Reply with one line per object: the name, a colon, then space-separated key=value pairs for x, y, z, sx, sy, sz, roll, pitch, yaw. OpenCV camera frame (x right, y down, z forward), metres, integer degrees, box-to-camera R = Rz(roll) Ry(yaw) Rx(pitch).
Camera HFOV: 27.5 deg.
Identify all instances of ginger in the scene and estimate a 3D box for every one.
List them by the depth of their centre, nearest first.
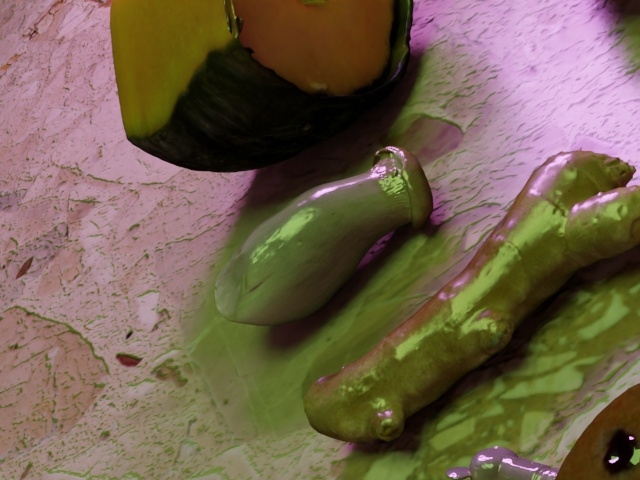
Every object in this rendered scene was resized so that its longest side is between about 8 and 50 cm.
ginger: x=0.110 y=0.047 z=0.939 sx=0.299 sy=0.065 sz=0.118 roll=-42 pitch=25 yaw=9

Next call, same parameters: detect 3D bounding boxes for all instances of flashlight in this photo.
flashlight: x=0.131 y=0.152 z=0.808 sx=0.052 sy=0.031 sz=0.110 roll=-18 pitch=16 yaw=-37

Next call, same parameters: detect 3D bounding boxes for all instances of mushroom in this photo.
mushroom: x=0.001 y=0.001 z=1.116 sx=0.212 sy=0.088 sz=0.097 roll=-38 pitch=-4 yaw=0

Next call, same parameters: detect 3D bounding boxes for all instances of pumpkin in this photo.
pumpkin: x=-0.055 y=-0.213 z=1.301 sx=0.225 sy=0.256 sz=0.303 roll=-18 pitch=14 yaw=46

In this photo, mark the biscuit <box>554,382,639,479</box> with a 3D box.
biscuit: x=0.289 y=0.080 z=0.622 sx=0.432 sy=0.064 sz=0.283 roll=-26 pitch=43 yaw=31
